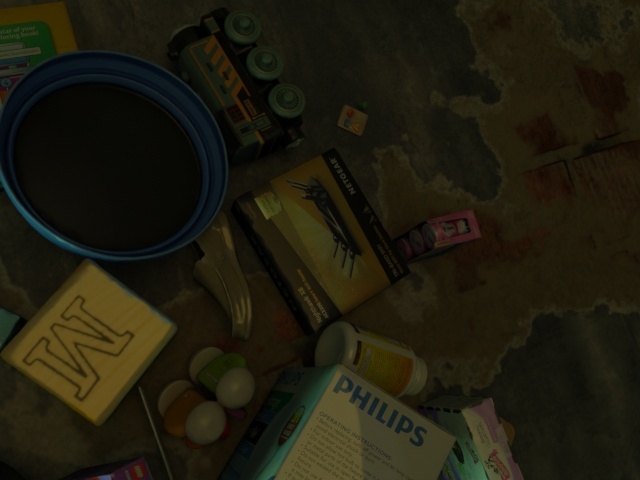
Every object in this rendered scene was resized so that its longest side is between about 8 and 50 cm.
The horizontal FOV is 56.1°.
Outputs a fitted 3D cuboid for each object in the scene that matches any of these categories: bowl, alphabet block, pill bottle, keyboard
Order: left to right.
[{"bbox_3d":[-0.380,0.176,1.022,0.193,0.192,0.197,37,69,-3],"label":"alphabet block"},{"bbox_3d":[-0.357,-0.144,1.060,0.391,0.077,0.390,11,67,-29],"label":"bowl"},{"bbox_3d":[-0.279,0.379,1.062,0.014,0.072,0.255,-20,83,-16],"label":"keyboard"},{"bbox_3d":[0.103,0.238,1.162,0.215,0.117,0.117,23,71,-30],"label":"pill bottle"}]

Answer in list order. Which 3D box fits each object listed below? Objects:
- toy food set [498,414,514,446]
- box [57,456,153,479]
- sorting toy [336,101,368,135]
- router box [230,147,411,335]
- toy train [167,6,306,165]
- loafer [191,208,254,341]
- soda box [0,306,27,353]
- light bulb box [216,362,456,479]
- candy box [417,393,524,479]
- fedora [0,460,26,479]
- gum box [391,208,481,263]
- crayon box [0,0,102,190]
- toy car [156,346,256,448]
[{"bbox_3d":[0.368,0.410,1.265,0.083,0.020,0.083,36,71,-5],"label":"toy food set"},{"bbox_3d":[-0.314,0.448,0.923,0.057,0.293,0.200,-18,82,-42],"label":"box"},{"bbox_3d":[0.076,-0.282,1.350,0.062,0.012,0.083,21,73,-10],"label":"sorting toy"},{"bbox_3d":[0.000,0.000,1.226,0.243,0.081,0.308,-31,87,-20],"label":"router box"},{"bbox_3d":[-0.168,-0.313,1.218,0.190,0.142,0.333,-29,86,-21],"label":"toy train"},{"bbox_3d":[-0.196,0.070,1.150,0.092,0.102,0.268,-14,72,-17],"label":"loafer"},{"bbox_3d":[-0.624,0.119,1.029,0.210,0.067,0.071,28,71,-8],"label":"soda box"},{"bbox_3d":[-0.022,0.410,0.977,0.225,0.358,0.361,35,70,-7],"label":"light bulb box"},{"bbox_3d":[0.281,0.387,1.153,0.070,0.196,0.164,-17,83,-19],"label":"candy box"},{"bbox_3d":[-0.536,0.435,0.915,0.334,0.334,0.152,50,36,0],"label":"fedora"},{"bbox_3d":[0.236,-0.005,1.236,0.107,0.188,0.062,-13,81,-19],"label":"gum box"},{"bbox_3d":[-0.612,-0.253,1.100,0.363,0.106,0.313,-16,81,-20],"label":"crayon box"},{"bbox_3d":[-0.190,0.292,1.085,0.182,0.159,0.136,-48,127,-20],"label":"toy car"}]
